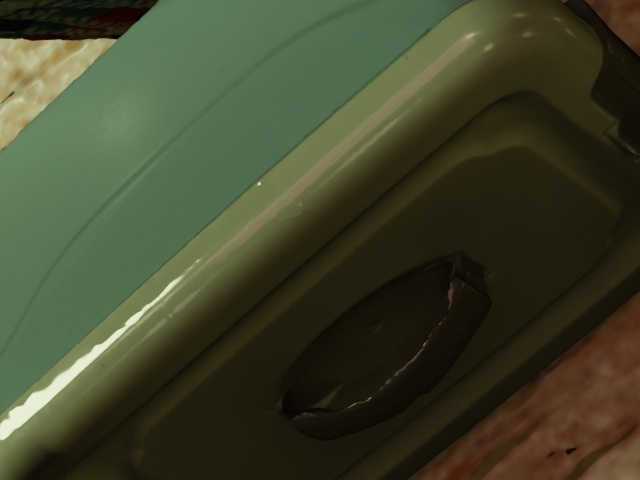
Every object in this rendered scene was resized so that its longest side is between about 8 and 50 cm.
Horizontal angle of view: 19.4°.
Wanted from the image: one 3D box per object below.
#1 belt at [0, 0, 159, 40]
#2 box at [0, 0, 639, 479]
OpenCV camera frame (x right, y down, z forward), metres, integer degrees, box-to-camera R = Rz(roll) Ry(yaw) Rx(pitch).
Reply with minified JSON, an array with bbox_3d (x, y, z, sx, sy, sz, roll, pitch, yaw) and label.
[{"bbox_3d":[-0.068,-0.183,0.618,0.295,0.160,0.207,-30,80,30],"label":"belt"},{"bbox_3d":[0.000,0.000,0.590,0.227,0.162,0.130,-42,54,15],"label":"box"}]
